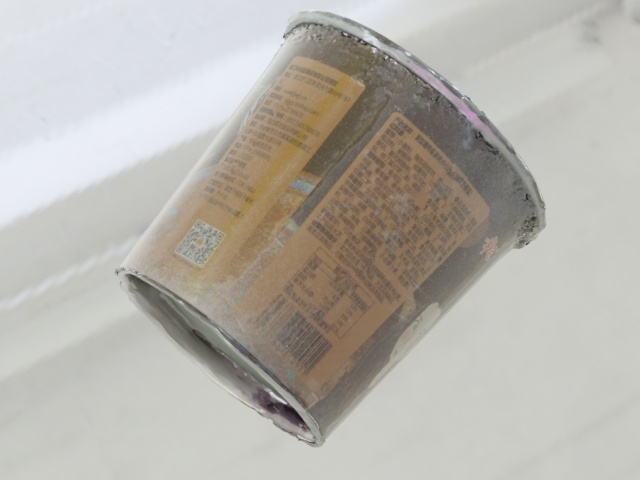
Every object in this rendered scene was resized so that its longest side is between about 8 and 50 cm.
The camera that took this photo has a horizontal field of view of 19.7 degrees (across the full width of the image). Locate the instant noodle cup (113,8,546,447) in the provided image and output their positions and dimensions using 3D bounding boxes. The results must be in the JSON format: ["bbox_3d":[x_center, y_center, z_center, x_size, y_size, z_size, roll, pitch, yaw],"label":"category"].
[{"bbox_3d":[0.000,0.000,1.165,0.207,0.217,0.217,-49,-45,-14],"label":"instant noodle cup"}]
